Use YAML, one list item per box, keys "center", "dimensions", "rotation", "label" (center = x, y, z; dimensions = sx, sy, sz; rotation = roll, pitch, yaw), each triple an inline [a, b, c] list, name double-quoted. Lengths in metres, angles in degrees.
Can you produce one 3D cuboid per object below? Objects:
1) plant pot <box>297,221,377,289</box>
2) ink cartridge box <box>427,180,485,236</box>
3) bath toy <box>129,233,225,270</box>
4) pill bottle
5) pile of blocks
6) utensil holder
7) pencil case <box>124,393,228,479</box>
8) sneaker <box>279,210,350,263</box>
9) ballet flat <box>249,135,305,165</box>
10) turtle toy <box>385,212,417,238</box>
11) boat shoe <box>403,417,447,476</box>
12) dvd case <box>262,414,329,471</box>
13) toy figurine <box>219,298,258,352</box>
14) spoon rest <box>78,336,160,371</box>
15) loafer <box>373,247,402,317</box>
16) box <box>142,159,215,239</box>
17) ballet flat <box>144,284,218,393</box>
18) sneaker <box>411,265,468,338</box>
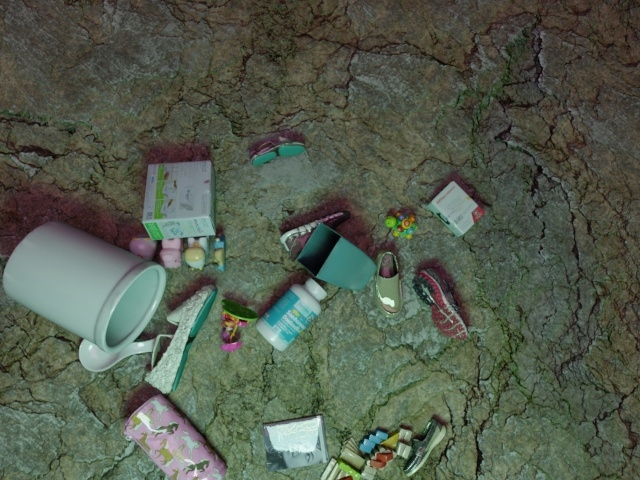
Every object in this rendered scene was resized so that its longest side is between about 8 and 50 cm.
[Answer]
- center: [0.076, 0.074, 1.655]
  dimensions: [0.234, 0.165, 0.165]
  rotation: [29, 95, -33]
  label: "plant pot"
- center: [0.522, -0.123, 1.785]
  dimensions: [0.127, 0.072, 0.175]
  rotation: [-43, 86, -7]
  label: "ink cartridge box"
- center: [-0.521, 0.048, 1.681]
  dimensions: [0.349, 0.151, 0.128]
  rotation: [1, 104, 2]
  label: "bath toy"
- center: [-0.098, 0.258, 1.662]
  dimensions: [0.146, 0.146, 0.264]
  rotation: [44, 82, 3]
  label: "pill bottle"
- center: [0.165, 0.764, 1.624]
  dimensions: [0.362, 0.112, 0.149]
  rotation: [-32, 85, -7]
  label: "pile of blocks"
- center: [-0.777, 0.145, 1.547]
  dimensions: [0.386, 0.327, 0.327]
  rotation: [26, 82, 6]
  label: "utensil holder"
- center: [-0.491, 0.712, 1.574]
  dimensions: [0.386, 0.160, 0.167]
  rotation: [45, 91, 3]
  label: "pencil case"
- center: [0.000, 0.000, 1.737]
  dimensions: [0.282, 0.106, 0.162]
  rotation: [-22, 91, 2]
  label: "sneaker"
- center: [-0.172, -0.357, 1.786]
  dimensions: [0.222, 0.077, 0.079]
  rotation: [-18, 64, -5]
  label: "ballet flat"
- center: [0.310, -0.063, 1.768]
  dimensions: [0.130, 0.066, 0.095]
  rotation: [9, 82, -2]
  label: "turtle toy"
- center: [0.363, 0.739, 1.660]
  dimensions: [0.073, 0.080, 0.223]
  rotation: [42, 77, 9]
  label: "boat shoe"
- center: [-0.090, 0.730, 1.663]
  dimensions: [0.221, 0.018, 0.164]
  rotation: [-8, 82, -4]
  label: "dvd case"
- center: [-0.323, 0.317, 1.664]
  dimensions: [0.130, 0.173, 0.159]
  rotation: [13, 100, -44]
  label: "toy figurine"
- center: [-0.721, 0.387, 1.643]
  dimensions: [0.277, 0.084, 0.137]
  rotation: [-7, 82, -5]
  label: "spoon rest"
- center: [0.248, 0.156, 1.722]
  dimensions: [0.102, 0.092, 0.268]
  rotation: [-9, 83, -4]
  label: "loafer"
- center: [-0.500, -0.151, 1.662]
  dimensions: [0.231, 0.126, 0.261]
  rotation: [-5, 59, -5]
  label: "box"
- center: [-0.503, 0.333, 1.630]
  dimensions: [0.147, 0.147, 0.408]
  rotation: [22, 81, 0]
  label: "ballet flat"
- center: [0.468, 0.233, 1.717]
  dimensions: [0.112, 0.121, 0.299]
  rotation: [-32, 93, -37]
  label: "sneaker"
